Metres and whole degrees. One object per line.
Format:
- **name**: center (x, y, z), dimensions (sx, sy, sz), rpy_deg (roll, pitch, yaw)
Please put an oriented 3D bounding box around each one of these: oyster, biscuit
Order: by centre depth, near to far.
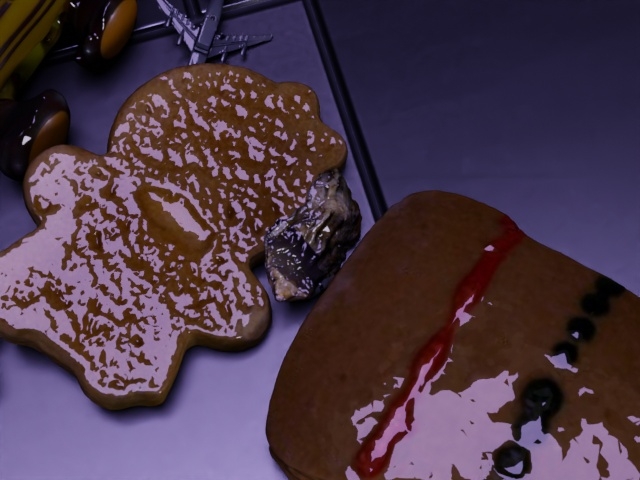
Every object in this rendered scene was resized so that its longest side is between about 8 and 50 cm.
- **biscuit**: center (0.088, 0.123, 0.812), dimensions (0.277, 0.052, 0.262), rpy_deg (36, 72, 16)
- **oyster**: center (-0.002, 0.002, 0.868), dimensions (0.019, 0.054, 0.083), rpy_deg (10, 54, 51)
- **biscuit**: center (-0.085, -0.013, 0.885), dimensions (0.166, 0.036, 0.225), rpy_deg (33, 70, 5)

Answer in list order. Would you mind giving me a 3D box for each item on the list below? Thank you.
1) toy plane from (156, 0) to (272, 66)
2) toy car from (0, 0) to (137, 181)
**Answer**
- **toy plane**: center (-0.069, -0.128, 0.944), dimensions (0.077, 0.024, 0.084), rpy_deg (20, 67, -9)
- **toy car**: center (-0.224, -0.148, 0.895), dimensions (0.200, 0.142, 0.248), rpy_deg (24, 71, 11)
